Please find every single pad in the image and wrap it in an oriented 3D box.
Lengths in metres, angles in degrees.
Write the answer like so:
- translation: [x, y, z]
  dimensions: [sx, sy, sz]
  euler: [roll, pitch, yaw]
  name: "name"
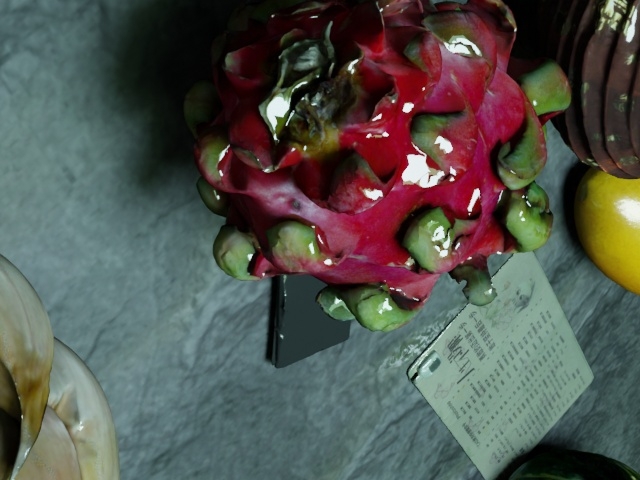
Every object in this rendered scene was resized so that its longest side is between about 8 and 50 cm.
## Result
- translation: [0.178, 0.127, 1.051]
  dimensions: [0.159, 0.009, 0.265]
  euler: [-47, 139, -10]
  name: "pad"

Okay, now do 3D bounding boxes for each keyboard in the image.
- translation: [-0.001, -0.001, 0.795]
  dimensions: [0.074, 0.015, 0.196]
  euler: [-22, 130, -37]
  name: "keyboard"

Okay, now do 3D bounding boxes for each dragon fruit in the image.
- translation: [0.044, -0.074, 0.657]
  dimensions: [0.273, 0.218, 0.198]
  euler: [-55, 163, -40]
  name: "dragon fruit"

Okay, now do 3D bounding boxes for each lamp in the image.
- translation: [0.253, -0.152, 0.773]
  dimensions: [0.247, 0.247, 0.247]
  euler: [-23, 130, -31]
  name: "lamp"

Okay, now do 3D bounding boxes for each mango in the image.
- translation: [0.304, -0.020, 1.001]
  dimensions: [0.219, 0.112, 0.145]
  euler: [13, 107, -35]
  name: "mango"

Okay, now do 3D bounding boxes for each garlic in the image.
- translation: [-0.185, 0.106, 0.593]
  dimensions: [0.214, 0.191, 0.160]
  euler: [-71, 162, 2]
  name: "garlic"

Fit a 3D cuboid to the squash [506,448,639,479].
- translation: [0.253, 0.310, 1.119]
  dimensions: [0.218, 0.172, 0.218]
  euler: [-17, 121, -30]
  name: "squash"
